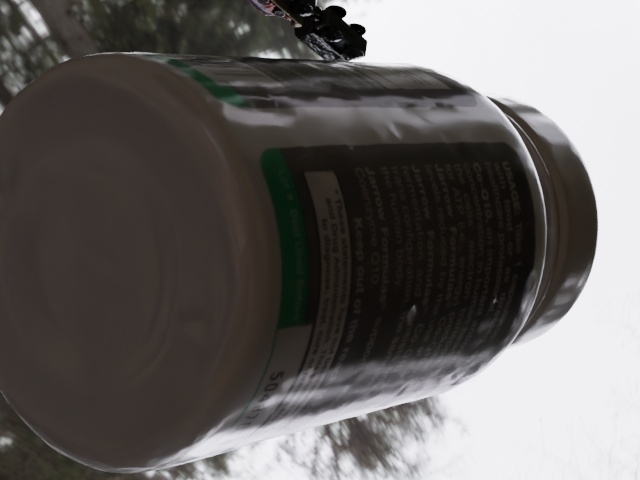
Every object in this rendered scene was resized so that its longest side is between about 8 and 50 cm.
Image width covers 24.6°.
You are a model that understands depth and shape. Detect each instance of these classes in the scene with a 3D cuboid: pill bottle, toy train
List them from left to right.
[{"bbox_3d":[-0.027,-0.155,0.909,0.036,0.158,0.027,-12,-123,37],"label":"toy train"},{"bbox_3d":[0.000,0.000,0.829,0.204,0.361,0.204,4,-84,38],"label":"pill bottle"}]
